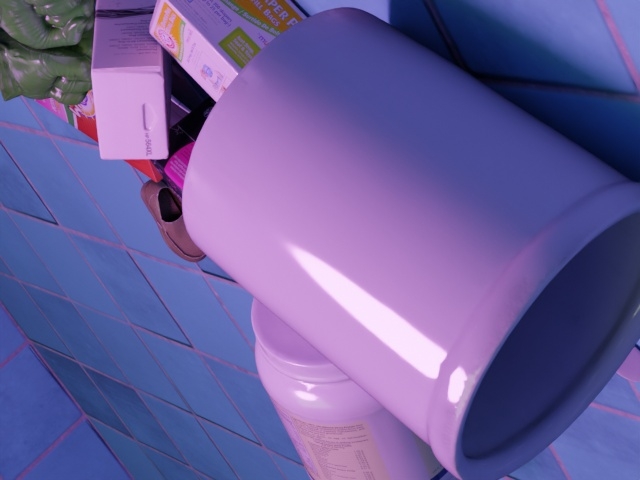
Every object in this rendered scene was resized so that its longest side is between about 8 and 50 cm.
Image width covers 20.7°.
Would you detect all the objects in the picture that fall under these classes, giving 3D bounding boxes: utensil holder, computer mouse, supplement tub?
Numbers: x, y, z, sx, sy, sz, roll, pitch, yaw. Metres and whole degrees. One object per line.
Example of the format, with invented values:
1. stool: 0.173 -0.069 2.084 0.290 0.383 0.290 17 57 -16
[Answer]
1. utensil holder: 0.101 -0.008 1.710 0.385 0.327 0.327 38 158 26
2. computer mouse: -0.167 -0.159 2.265 0.184 0.060 0.262 20 154 48
3. supplement tub: 0.052 0.171 2.225 0.235 0.235 0.325 30 156 36

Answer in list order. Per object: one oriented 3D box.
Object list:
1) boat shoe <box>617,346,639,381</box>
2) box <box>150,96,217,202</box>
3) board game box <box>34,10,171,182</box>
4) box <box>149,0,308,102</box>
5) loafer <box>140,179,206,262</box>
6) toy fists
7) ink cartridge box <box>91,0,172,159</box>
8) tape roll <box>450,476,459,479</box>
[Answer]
1. boat shoe: 0.321 0.121 1.927 0.100 0.035 0.035 35 -176 17
2. box: -0.067 -0.062 2.074 0.247 0.163 0.142 42 168 48
3. board game box: -0.341 -0.245 2.470 0.316 0.064 0.242 33 155 32
4. box: -0.080 -0.215 1.956 0.203 0.114 0.103 46 158 3
5. loafer: -0.219 -0.027 2.644 0.148 0.056 0.050 53 165 -16
6. toy fists: -0.336 -0.258 2.140 0.279 0.142 0.096 89 170 -60
7. ink cartridge box: -0.222 -0.216 2.083 0.086 0.203 0.148 -1 136 -1
8. tape roll: 0.069 0.258 2.598 0.392 0.072 0.392 39 159 18
